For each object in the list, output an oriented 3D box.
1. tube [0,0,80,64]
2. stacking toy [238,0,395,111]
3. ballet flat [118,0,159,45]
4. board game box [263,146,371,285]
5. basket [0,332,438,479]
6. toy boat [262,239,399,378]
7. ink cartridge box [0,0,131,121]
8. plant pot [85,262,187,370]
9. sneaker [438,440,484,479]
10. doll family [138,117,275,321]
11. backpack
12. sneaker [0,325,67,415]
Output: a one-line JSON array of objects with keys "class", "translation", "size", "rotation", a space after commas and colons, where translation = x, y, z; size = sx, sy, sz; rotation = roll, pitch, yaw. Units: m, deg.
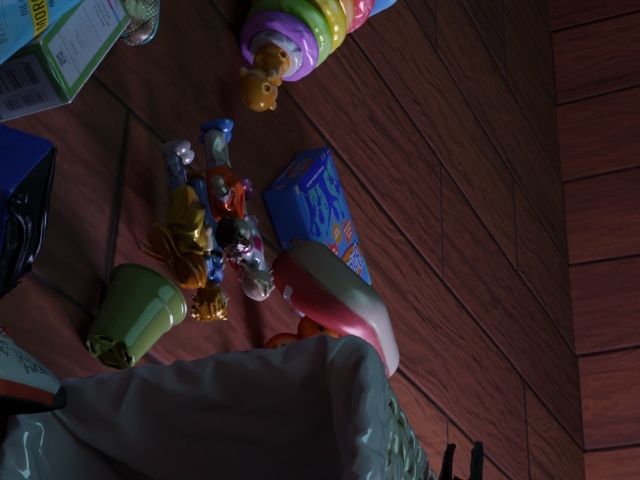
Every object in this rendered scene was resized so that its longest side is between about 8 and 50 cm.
[{"class": "tube", "translation": [-0.209, -0.214, 1.013], "size": [0.207, 0.052, 0.080], "rotation": [-50, 141, -44]}, {"class": "stacking toy", "translation": [-0.038, -0.267, 1.622], "size": [0.175, 0.166, 0.302], "rotation": [47, 46, -27]}, {"class": "ballet flat", "translation": [-0.201, -0.303, 1.327], "size": [0.067, 0.073, 0.206], "rotation": [25, 52, -46]}, {"class": "board game box", "translation": [0.000, 0.000, 1.691], "size": [0.160, 0.047, 0.210], "rotation": [-55, 131, -61]}, {"class": "basket", "translation": [-0.073, 0.291, 1.008], "size": [0.266, 0.331, 0.328], "rotation": [56, 31, -48]}, {"class": "toy boat", "translation": [-0.007, 0.110, 1.517], "size": [0.151, 0.151, 0.231], "rotation": [41, -16, 33]}, {"class": "ink cartridge box", "translation": [-0.239, -0.186, 1.117], "size": [0.209, 0.109, 0.062], "rotation": [-71, 144, -51]}, {"class": "plant pot", "translation": [-0.180, 0.077, 1.193], "size": [0.083, 0.083, 0.079], "rotation": [64, 38, -33]}, {"class": "sneaker", "translation": [0.123, 0.256, 1.046], "size": [0.089, 0.051, 0.170], "rotation": [-3, 84, -72]}, {"class": "doll family", "translation": [-0.123, -0.003, 1.348], "size": [0.263, 0.118, 0.163], "rotation": [71, 9, -70]}, {"class": "backpack", "translation": [-0.265, -0.022, 0.997], "size": [0.098, 0.101, 0.120], "rotation": [-58, 165, -54]}, {"class": "sneaker", "translation": [-0.280, 0.045, 0.923], "size": [0.270, 0.090, 0.145], "rotation": [25, 59, -57]}]
